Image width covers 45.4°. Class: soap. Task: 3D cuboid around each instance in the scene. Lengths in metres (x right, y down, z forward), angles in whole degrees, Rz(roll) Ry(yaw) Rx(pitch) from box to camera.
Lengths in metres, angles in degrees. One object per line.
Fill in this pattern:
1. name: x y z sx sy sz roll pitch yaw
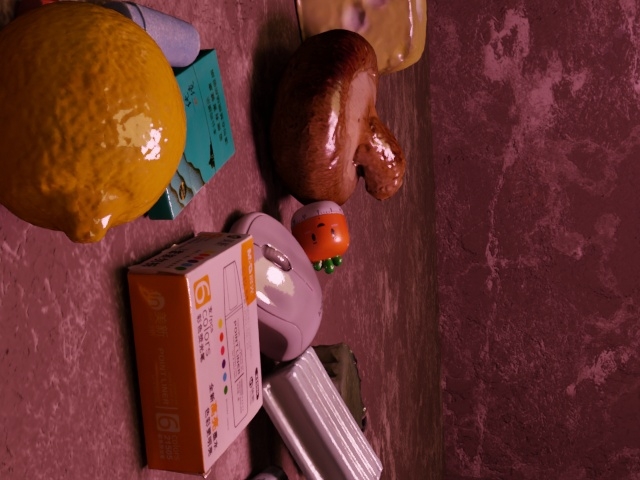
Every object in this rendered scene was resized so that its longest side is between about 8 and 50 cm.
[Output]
1. soap: 0.001 0.333 1.338 0.265 0.088 0.160 59 14 -1

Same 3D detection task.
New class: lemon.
1. lemon: -0.214 -0.109 0.679 0.187 0.187 0.244 56 24 -61

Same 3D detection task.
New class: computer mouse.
1. computer mouse: -0.067 0.088 1.278 0.296 0.121 0.184 74 26 -47

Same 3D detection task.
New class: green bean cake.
1. green bean cake: 0.020 0.345 1.563 0.227 0.125 0.222 -75 156 -43

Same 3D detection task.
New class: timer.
1. timer: 0.000 0.000 1.355 0.136 0.099 0.136 175 -90 -85

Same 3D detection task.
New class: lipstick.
1. lipstick: -0.227 -0.232 0.843 0.274 0.061 0.068 -18 110 -67

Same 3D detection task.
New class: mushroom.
1. mushroom: 0.015 -0.222 1.411 0.345 0.239 0.345 -16 90 -86

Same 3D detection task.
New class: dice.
1. dice: 0.091 -0.485 1.574 0.226 0.233 0.238 -68 154 -52

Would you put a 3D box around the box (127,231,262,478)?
1. box: -0.159 0.139 1.023 0.221 0.091 0.273 -44 133 -67

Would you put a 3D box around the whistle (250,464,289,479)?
1. whistle: -0.127 0.430 1.192 0.312 0.062 0.062 -11 101 -72

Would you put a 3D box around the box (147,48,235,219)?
1. box: -0.182 -0.147 1.020 0.226 0.042 0.160 -62 147 -58
